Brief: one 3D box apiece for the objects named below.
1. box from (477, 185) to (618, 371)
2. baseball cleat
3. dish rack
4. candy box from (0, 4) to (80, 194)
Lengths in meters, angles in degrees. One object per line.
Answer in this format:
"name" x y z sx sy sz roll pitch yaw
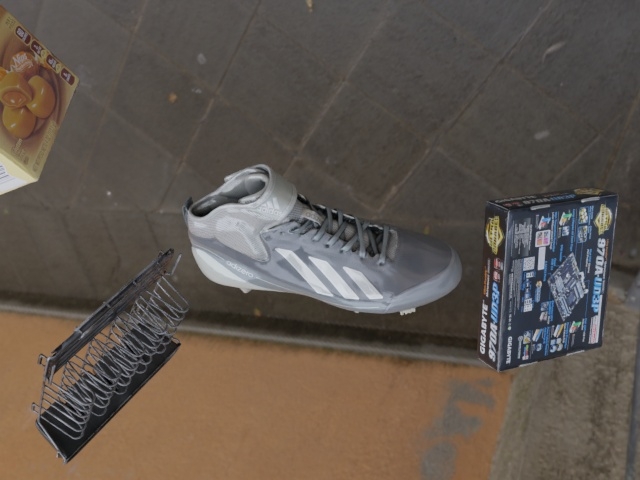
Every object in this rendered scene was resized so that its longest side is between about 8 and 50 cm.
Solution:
"box" 0.294 0.049 0.931 0.051 0.175 0.220 -146 50 -61
"baseball cleat" 0.000 0.000 0.515 0.205 0.072 0.109 1 140 8
"dish rack" -0.235 0.130 0.825 0.074 0.208 0.271 39 143 3
"candy box" -0.445 -0.219 0.829 0.087 0.183 0.316 -14 141 26
